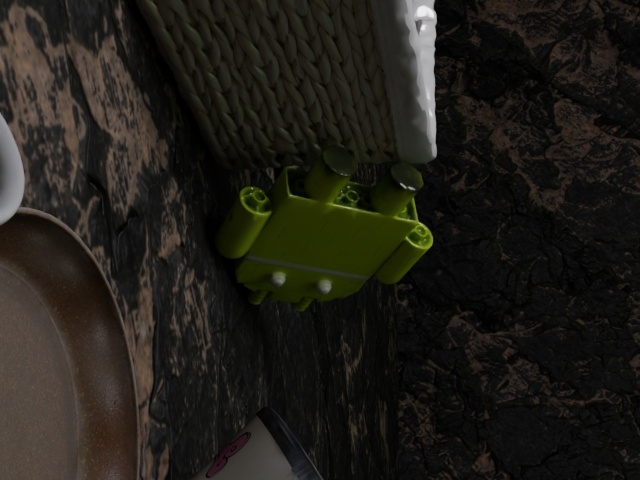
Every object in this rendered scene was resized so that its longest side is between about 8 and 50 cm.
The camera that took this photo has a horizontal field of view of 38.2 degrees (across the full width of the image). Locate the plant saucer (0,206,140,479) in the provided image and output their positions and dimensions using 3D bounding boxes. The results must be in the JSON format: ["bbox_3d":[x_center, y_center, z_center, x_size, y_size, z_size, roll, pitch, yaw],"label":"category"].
[{"bbox_3d":[-0.190,0.136,0.555,0.310,0.050,0.311,-4,90,-79],"label":"plant saucer"}]

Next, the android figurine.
[{"bbox_3d":[0.000,0.000,1.083,0.273,0.248,0.056,-51,-143,43],"label":"android figurine"}]

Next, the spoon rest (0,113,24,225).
[{"bbox_3d":[-0.201,-0.009,0.382,0.084,0.137,0.276,43,19,-5],"label":"spoon rest"}]

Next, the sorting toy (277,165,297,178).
[{"bbox_3d":[-0.048,-0.208,1.401,0.193,0.038,0.208,-55,145,-72],"label":"sorting toy"}]

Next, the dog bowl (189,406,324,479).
[{"bbox_3d":[-0.005,0.343,0.717,0.408,0.150,0.408,57,-13,21],"label":"dog bowl"}]

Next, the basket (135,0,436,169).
[{"bbox_3d":[-0.014,-0.289,1.005,0.331,0.266,0.328,67,23,-57],"label":"basket"}]
